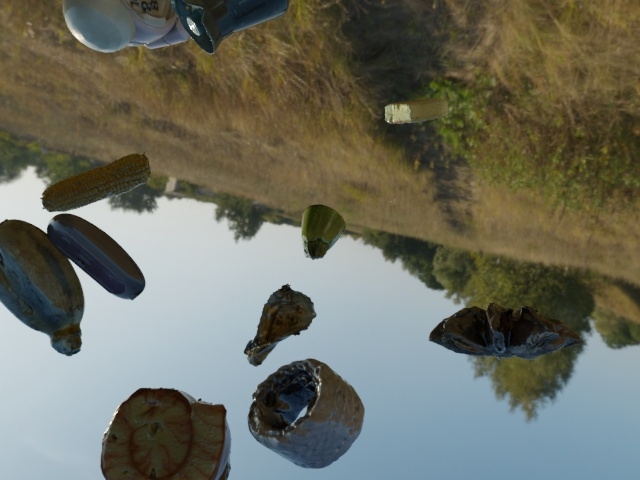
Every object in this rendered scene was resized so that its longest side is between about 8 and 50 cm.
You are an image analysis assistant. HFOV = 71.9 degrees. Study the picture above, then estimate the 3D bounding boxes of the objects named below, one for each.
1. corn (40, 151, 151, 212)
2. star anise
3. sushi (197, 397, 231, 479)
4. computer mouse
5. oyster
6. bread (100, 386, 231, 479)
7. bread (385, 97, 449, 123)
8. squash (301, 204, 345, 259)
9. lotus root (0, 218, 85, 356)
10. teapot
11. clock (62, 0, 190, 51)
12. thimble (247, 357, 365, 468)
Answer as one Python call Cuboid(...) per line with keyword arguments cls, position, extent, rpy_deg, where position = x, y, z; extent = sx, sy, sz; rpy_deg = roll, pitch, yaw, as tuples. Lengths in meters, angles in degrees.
Cuboid(cls="corn", position=(-0.641, -0.162, 1.273), extent=(0.312, 0.102, 0.102), rpy_deg=(-25, -162, -18))
Cuboid(cls="star anise", position=(0.420, 0.214, 1.034), extent=(0.331, 0.118, 0.332), rpy_deg=(8, 158, 3))
Cuboid(cls="sushi", position=(-0.433, 0.717, 1.501), extent=(0.234, 0.208, 0.348), rpy_deg=(-22, -168, -13))
Cuboid(cls="computer mouse", position=(-0.469, 0.033, 0.936), extent=(0.120, 0.057, 0.232), rpy_deg=(-32, 110, 38))
Cuboid(cls="oyster", position=(-0.158, 0.333, 1.650), extent=(0.197, 0.337, 0.133), rpy_deg=(37, 175, 33))
Cuboid(cls="bread", position=(-0.411, 0.553, 1.175), extent=(0.327, 0.295, 0.114), rpy_deg=(14, 162, 7))
Cuboid(cls="bread", position=(0.331, -0.444, 1.512), extent=(0.188, 0.068, 0.125), rpy_deg=(-17, -157, -30))
Cuboid(cls="squash", position=(-0.008, 0.002, 0.970), extent=(0.105, 0.132, 0.105), rpy_deg=(12, 141, 10))
Cuboid(cls="lotus root", position=(-0.614, 0.104, 0.979), extent=(0.158, 0.322, 0.140), rpy_deg=(-28, -170, 8))
Cuboid(cls="teapot", position=(-0.196, -0.522, 0.960), extent=(0.171, 0.225, 0.203), rpy_deg=(54, 166, -25))
Cuboid(cls="clock", position=(-0.469, -0.613, 1.017), extent=(0.183, 0.342, 0.326), rpy_deg=(-9, -164, 17))
Cuboid(cls="thimble", position=(-0.038, 0.395, 1.024), extent=(0.245, 0.217, 0.157), rpy_deg=(-23, 125, 30))
